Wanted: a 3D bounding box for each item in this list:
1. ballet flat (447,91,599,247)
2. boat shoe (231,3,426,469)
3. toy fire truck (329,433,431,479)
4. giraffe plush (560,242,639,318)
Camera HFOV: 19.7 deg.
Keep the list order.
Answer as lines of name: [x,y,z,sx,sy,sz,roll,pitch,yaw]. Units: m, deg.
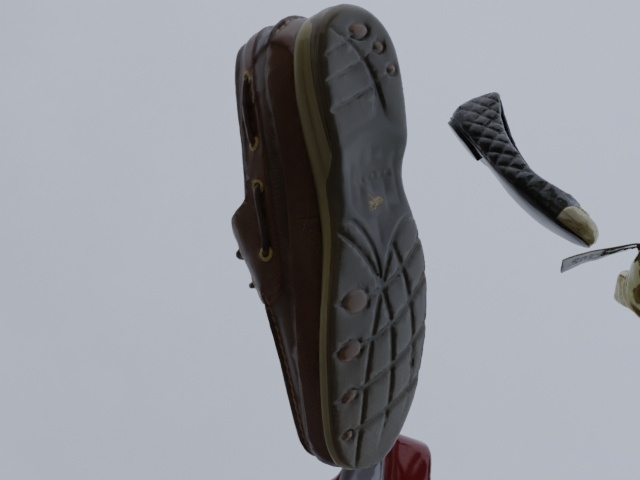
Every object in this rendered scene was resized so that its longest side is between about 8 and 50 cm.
ballet flat: [0.156,-0.056,1.387,0.173,0.049,0.057,51,0,38]
boat shoe: [0.000,0.000,0.718,0.060,0.064,0.178,-4,-90,38]
toy fire truck: [-0.010,0.310,1.325,0.169,0.302,0.254,23,-41,-21]
giraffe plush: [0.288,0.056,1.229,0.210,0.181,0.170,-23,-112,9]
